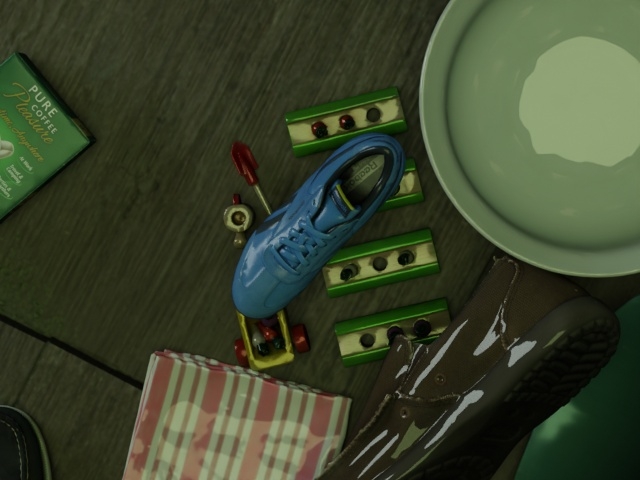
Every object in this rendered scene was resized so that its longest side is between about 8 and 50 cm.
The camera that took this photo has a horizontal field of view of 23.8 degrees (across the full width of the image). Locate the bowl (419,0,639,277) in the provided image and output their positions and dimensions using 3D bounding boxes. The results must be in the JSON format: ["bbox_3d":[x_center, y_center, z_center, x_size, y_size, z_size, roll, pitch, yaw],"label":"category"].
[{"bbox_3d":[0.236,-0.120,1.330,0.298,0.134,0.298,0,94,5],"label":"bowl"}]

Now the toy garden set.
[{"bbox_3d":[0.000,0.000,1.399,0.204,0.049,0.244,-13,92,5],"label":"toy garden set"}]

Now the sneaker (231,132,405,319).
[{"bbox_3d":[-0.007,-0.014,1.337,0.069,0.082,0.209,43,95,-1],"label":"sneaker"}]

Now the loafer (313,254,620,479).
[{"bbox_3d":[0.105,0.151,1.357,0.366,0.134,0.130,-44,54,18],"label":"loafer"}]

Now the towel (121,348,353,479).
[{"bbox_3d":[-0.080,0.193,1.429,0.197,0.029,0.144,14,96,3],"label":"towel"}]

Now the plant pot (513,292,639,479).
[{"bbox_3d":[0.325,0.222,1.278,0.235,0.293,0.293,27,95,-7],"label":"plant pot"}]

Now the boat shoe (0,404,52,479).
[{"bbox_3d":[-0.335,0.306,1.369,0.127,0.113,0.340,16,74,8],"label":"boat shoe"}]

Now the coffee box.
[{"bbox_3d":[-0.314,-0.077,1.424,0.184,0.040,0.113,-41,90,6],"label":"coffee box"}]
